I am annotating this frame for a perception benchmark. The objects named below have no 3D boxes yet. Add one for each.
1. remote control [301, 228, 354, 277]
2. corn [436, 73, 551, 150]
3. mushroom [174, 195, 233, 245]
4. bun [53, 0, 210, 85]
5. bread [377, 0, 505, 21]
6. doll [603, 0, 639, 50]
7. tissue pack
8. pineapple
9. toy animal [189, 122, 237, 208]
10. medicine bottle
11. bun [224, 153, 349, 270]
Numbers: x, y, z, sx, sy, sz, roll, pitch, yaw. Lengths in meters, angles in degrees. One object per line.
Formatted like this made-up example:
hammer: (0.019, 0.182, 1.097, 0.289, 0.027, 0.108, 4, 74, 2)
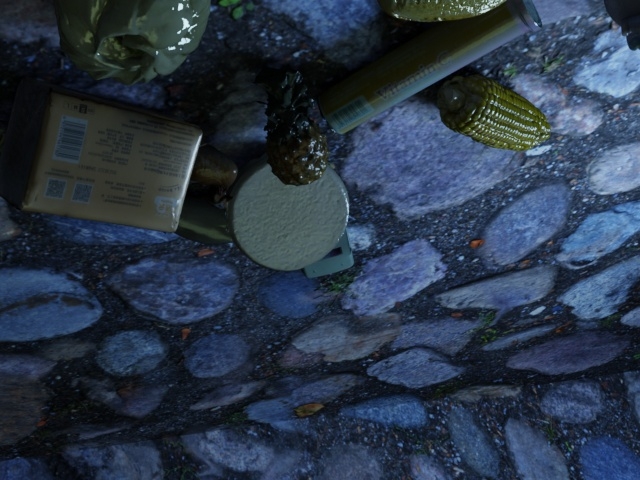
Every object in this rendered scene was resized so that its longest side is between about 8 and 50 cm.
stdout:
remote control: (0.000, 0.000, 2.393, 0.140, 0.056, 0.296, -16, 152, 0)
corn: (0.355, -0.253, 2.014, 0.130, 0.130, 0.347, -34, 151, 33)
mushroom: (-0.277, -0.050, 2.114, 0.270, 0.103, 0.118, 10, 158, -35)
bun: (-0.282, -0.337, 1.508, 0.259, 0.160, 0.259, -14, 152, -8)
bread: (0.201, -0.425, 1.600, 0.236, 0.140, 0.106, -8, 149, -13)
doll: (0.597, -0.373, 1.733, 0.151, 0.287, 0.151, -10, 150, -6)
tissue pack: (-0.408, -0.154, 1.768, 0.305, 0.238, 0.238, 10, 144, -40)
pineapple: (-0.060, -0.218, 1.861, 0.128, 0.128, 0.248, -15, 139, 1)
toy animal: (-0.253, -0.140, 1.943, 0.188, 0.089, 0.179, 7, 132, 10)
medicine bottle: (0.188, -0.332, 1.816, 0.426, 0.108, 0.108, -26, 151, 25)
bun: (-0.081, -0.081, 2.097, 0.263, 0.175, 0.263, -4, 111, -10)
